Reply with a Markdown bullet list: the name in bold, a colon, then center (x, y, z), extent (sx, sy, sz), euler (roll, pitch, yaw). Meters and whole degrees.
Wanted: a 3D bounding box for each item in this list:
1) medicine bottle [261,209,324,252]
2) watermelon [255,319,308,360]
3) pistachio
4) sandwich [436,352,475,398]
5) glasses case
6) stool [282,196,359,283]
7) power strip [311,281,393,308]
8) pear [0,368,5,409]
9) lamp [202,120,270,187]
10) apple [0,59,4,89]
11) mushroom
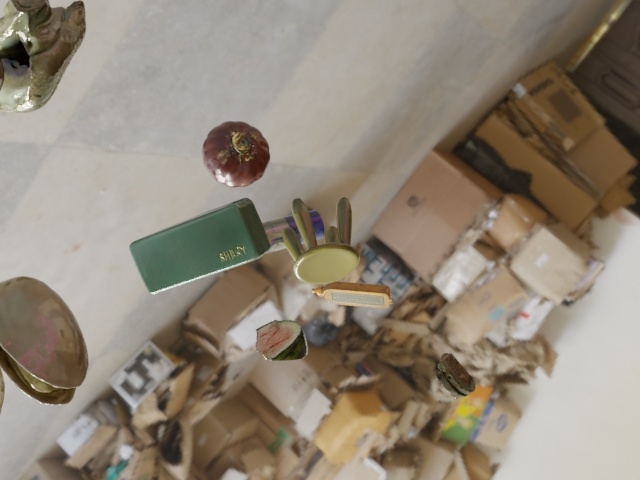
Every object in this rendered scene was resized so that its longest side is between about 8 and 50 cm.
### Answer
- **medicine bottle**: center (-0.109, -0.003, 1.557), extent (0.231, 0.059, 0.059), euler (-15, 152, -18)
- **watermelon**: center (-0.091, 0.234, 1.968), extent (0.119, 0.063, 0.245), euler (-12, -166, -10)
- **pistachio**: center (-0.437, 0.151, 1.323), extent (0.152, 0.223, 0.126), euler (-9, 146, -55)
- **sandwich**: center (0.212, 0.212, 1.353), extent (0.026, 0.101, 0.069), euler (-27, -142, 26)
- **glasses case**: center (-0.158, 0.009, 1.111), extent (0.184, 0.077, 0.039), euler (-19, -173, 27)
- **stool**: center (0.000, 0.000, 1.434), extent (0.135, 0.110, 0.134), euler (-27, 144, 20)
- **power strip**: center (0.068, 0.114, 1.842), extent (0.049, 0.178, 0.028), euler (81, 18, -45)
- **pear**: center (-0.809, 0.298, 1.749), extent (0.285, 0.336, 0.285), euler (-42, -155, 24)
- **lamp**: center (-0.123, -0.127, 1.258), extent (0.101, 0.101, 0.090), euler (-42, 179, -25)
- **apple**: center (-0.673, -0.305, 1.540), extent (0.188, 0.174, 0.188), euler (-41, 169, -10)
- **mushroom**: center (-0.599, -0.402, 1.872), extent (0.217, 0.212, 0.292), euler (-21, 155, -48)
